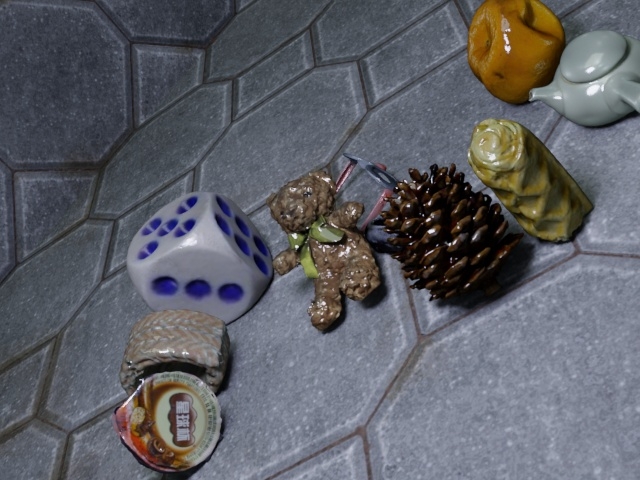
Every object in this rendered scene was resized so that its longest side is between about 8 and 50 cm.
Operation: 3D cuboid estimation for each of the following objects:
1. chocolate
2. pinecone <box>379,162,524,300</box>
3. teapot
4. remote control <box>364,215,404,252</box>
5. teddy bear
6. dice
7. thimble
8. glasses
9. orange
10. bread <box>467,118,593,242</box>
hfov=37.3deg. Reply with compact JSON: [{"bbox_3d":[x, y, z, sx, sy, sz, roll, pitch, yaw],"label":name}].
[{"bbox_3d":[-0.320,0.375,1.929,0.221,0.221,0.147,-58,13,-28],"label":"chocolate"},{"bbox_3d":[0.231,-0.008,1.737,0.224,0.272,0.224,-44,-3,-3],"label":"pinecone"},{"bbox_3d":[0.577,-0.314,1.829,0.318,0.149,0.220,18,68,53],"label":"teapot"},{"bbox_3d":[0.193,-0.018,1.956,0.266,0.066,0.090,1,51,50],"label":"remote control"},{"bbox_3d":[-0.002,0.004,1.979,0.246,0.222,0.296,-39,23,25],"label":"teddy bear"},{"bbox_3d":[-0.280,0.047,2.220,0.251,0.259,0.243,-30,33,16],"label":"dice"},{"bbox_3d":[-0.312,0.260,2.046,0.229,0.196,0.148,-2,42,6],"label":"thimble"},{"bbox_3d":[0.068,-0.065,2.198,0.268,0.118,0.234,-58,30,9],"label":"glasses"},{"bbox_3d":[0.435,-0.420,2.104,0.249,0.183,0.248,-177,90,-77],"label":"orange"},{"bbox_3d":[0.365,-0.113,1.695,0.130,0.268,0.152,-38,31,16],"label":"bread"}]
